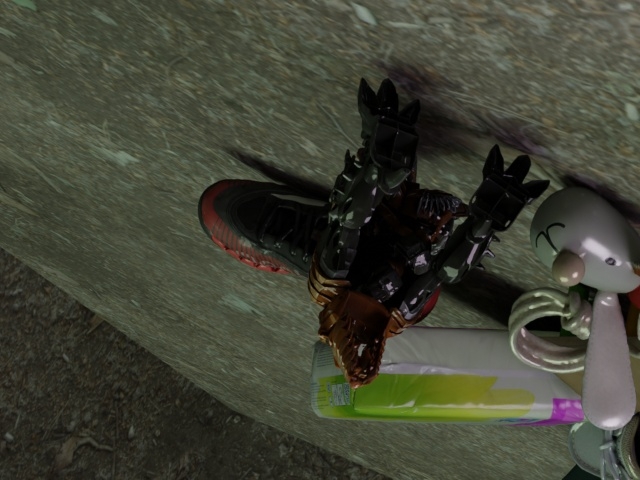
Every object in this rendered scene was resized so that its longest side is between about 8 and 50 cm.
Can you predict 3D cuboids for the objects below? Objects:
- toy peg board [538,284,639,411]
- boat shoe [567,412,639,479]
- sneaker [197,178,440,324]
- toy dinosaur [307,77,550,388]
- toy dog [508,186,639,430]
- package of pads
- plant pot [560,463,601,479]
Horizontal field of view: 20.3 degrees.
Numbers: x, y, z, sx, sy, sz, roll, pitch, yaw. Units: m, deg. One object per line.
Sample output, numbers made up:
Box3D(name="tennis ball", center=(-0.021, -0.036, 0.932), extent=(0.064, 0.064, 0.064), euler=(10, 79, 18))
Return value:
Box3D(name="toy peg board", center=(0.313, 0.102, 1.737), extent=(0.160, 0.079, 0.161), euler=(-3, 153, 36))
Box3D(name="boat shoe", center=(0.369, 0.218, 1.891), extent=(0.103, 0.118, 0.320), euler=(-10, -172, -35))
Box3D(name="sneaker", center=(0.000, 0.000, 1.871), extent=(0.276, 0.098, 0.135), euler=(24, 169, 3))
Box3D(name="toy dinosaur", center=(0.062, 0.011, 1.446), extent=(0.164, 0.218, 0.322), euler=(16, -143, -26))
Box3D(name="toy dog", center=(0.303, 0.109, 1.443), extent=(0.333, 0.161, 0.220), euler=(21, 130, 4))
Box3D(name="package of pads", center=(0.149, 0.149, 1.957), extent=(0.296, 0.101, 0.229), euler=(3, 173, -12))
Box3D(name="plant pot", center=(0.402, 0.402, 2.358), extent=(0.271, 0.255, 0.272), euler=(26, 168, 6))
